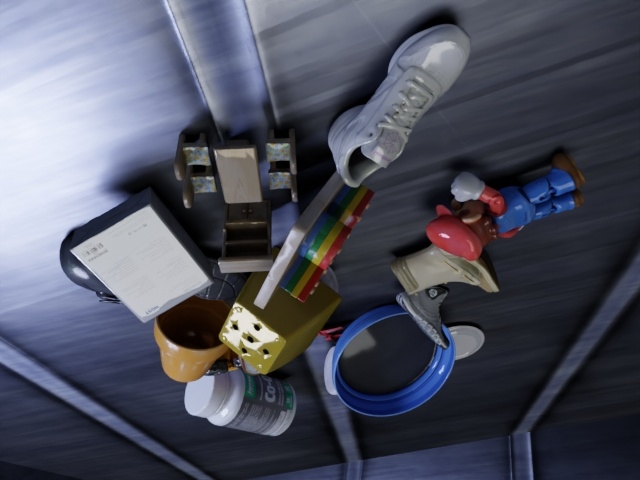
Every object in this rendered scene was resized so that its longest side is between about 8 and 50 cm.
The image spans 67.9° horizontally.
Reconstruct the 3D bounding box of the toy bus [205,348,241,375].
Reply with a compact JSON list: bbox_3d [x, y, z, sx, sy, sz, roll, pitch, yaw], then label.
[{"bbox_3d":[-0.259,0.334,1.453,0.221,0.149,0.211,-14,155,7],"label":"toy bus"}]

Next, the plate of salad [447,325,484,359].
[{"bbox_3d":[0.453,0.343,1.609,0.200,0.048,0.199,-3,132,-3],"label":"plate of salad"}]

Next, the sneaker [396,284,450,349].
[{"bbox_3d":[0.327,0.197,1.328,0.132,0.086,0.228,-43,112,-2],"label":"sneaker"}]

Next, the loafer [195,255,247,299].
[{"bbox_3d":[-0.324,0.068,1.150,0.303,0.095,0.109,13,109,-29],"label":"loafer"}]

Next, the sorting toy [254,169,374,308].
[{"bbox_3d":[0.000,0.000,0.934,0.089,0.255,0.257,33,137,2],"label":"sorting toy"}]

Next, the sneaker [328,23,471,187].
[{"bbox_3d":[0.132,-0.204,0.779,0.114,0.152,0.305,22,133,-28],"label":"sneaker"}]

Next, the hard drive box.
[{"bbox_3d":[-0.364,0.035,0.997,0.181,0.089,0.232,-30,125,-1],"label":"hard drive box"}]

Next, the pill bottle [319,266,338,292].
[{"bbox_3d":[-0.041,0.125,1.237,0.160,0.087,0.087,-24,138,22],"label":"pill bottle"}]

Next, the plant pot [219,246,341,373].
[{"bbox_3d":[-0.113,0.184,1.127,0.212,0.187,0.212,36,127,8],"label":"plant pot"}]

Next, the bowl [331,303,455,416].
[{"bbox_3d":[0.220,0.367,1.464,0.392,0.077,0.390,-6,116,-12],"label":"bowl"}]

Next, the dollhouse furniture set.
[{"bbox_3d":[-0.149,-0.072,0.909,0.212,0.160,0.242,-3,142,-3],"label":"dollhouse furniture set"}]

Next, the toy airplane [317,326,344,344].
[{"bbox_3d":[0.022,0.299,1.518,0.151,0.028,0.151,-2,143,-2],"label":"toy airplane"}]

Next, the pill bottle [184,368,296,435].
[{"bbox_3d":[-0.278,0.561,1.680,0.204,0.204,0.361,-33,135,31],"label":"pill bottle"}]

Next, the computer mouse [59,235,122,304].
[{"bbox_3d":[-0.522,0.095,1.133,0.189,0.072,0.272,1,142,16],"label":"computer mouse"}]

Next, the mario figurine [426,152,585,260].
[{"bbox_3d":[0.375,-0.084,1.021,0.321,0.170,0.198,-23,103,7],"label":"mario figurine"}]

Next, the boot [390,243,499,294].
[{"bbox_3d":[0.325,0.086,1.220,0.204,0.095,0.262,-30,134,28],"label":"boot"}]

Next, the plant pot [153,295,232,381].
[{"bbox_3d":[-0.342,0.269,1.263,0.205,0.205,0.187,9,126,-18],"label":"plant pot"}]

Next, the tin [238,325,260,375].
[{"bbox_3d":[-0.171,0.293,1.287,0.106,0.040,0.189,-14,129,-14],"label":"tin"}]

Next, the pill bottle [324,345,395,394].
[{"bbox_3d":[0.169,0.452,1.625,0.283,0.160,0.160,9,140,-18],"label":"pill bottle"}]
